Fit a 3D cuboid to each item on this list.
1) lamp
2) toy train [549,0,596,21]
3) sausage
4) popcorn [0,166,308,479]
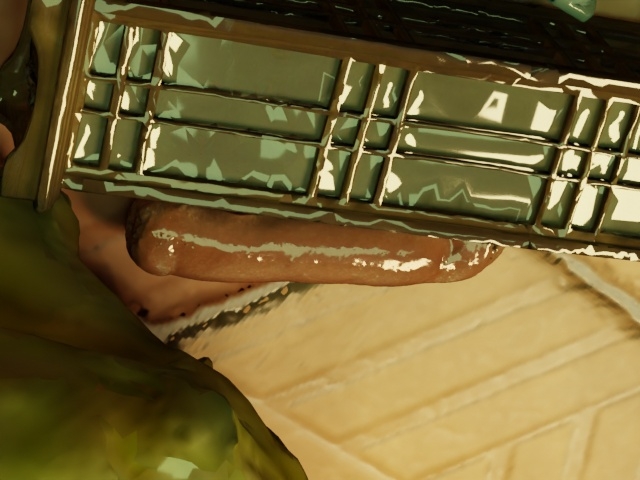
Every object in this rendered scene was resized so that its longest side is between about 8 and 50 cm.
[{"bbox_3d":[0.045,-0.049,0.674,0.325,0.089,0.090,8,116,-16],"label":"lamp"},{"bbox_3d":[0.028,-0.147,0.633,0.207,0.043,0.047,31,129,-22],"label":"toy train"},{"bbox_3d":[0.000,0.000,0.718,0.158,0.042,0.036,1,78,-11],"label":"sausage"},{"bbox_3d":[-0.120,0.153,0.634,0.274,0.279,0.335,-42,127,-8],"label":"popcorn"}]
